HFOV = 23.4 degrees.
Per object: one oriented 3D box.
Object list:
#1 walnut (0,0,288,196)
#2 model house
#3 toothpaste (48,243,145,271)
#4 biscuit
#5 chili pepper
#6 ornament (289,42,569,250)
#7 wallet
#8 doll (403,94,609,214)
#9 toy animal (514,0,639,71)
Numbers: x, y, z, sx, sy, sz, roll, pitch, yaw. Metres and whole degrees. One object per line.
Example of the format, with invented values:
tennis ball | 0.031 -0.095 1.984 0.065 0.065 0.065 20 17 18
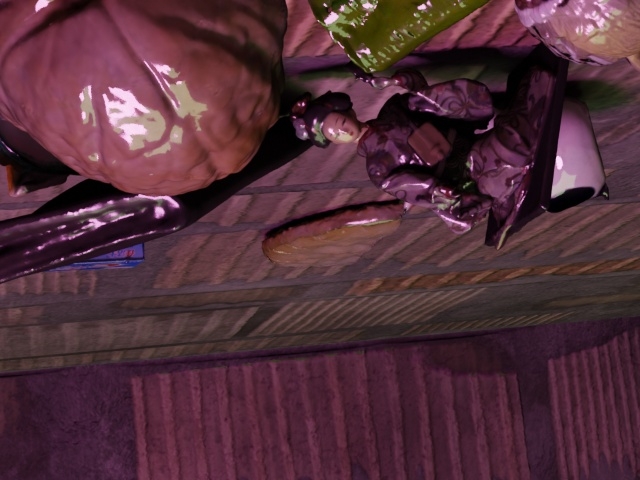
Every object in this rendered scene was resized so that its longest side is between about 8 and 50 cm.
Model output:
walnut | -0.098 -0.107 0.848 0.178 0.178 0.230 -6 171 -1
model house | -0.228 -0.081 1.143 0.100 0.088 0.100 -17 166 42
toothpaste | -0.331 0.010 1.690 0.272 0.053 0.066 -3 169 -22
biscuit | 0.000 0.002 1.892 0.141 0.038 0.290 -3 169 -16
chili pepper | 0.127 -0.188 0.838 0.359 0.085 0.076 -24 -161 45
ornament | 0.075 -0.090 1.204 0.196 0.166 0.153 10 167 -6
wallet | -0.128 -0.040 1.201 0.197 0.051 0.377 -15 -173 19
doll | 0.166 -0.076 1.382 0.180 0.107 0.110 -2 -168 10
toy animal | 0.169 -0.151 0.974 0.098 0.098 0.137 -8 151 10
